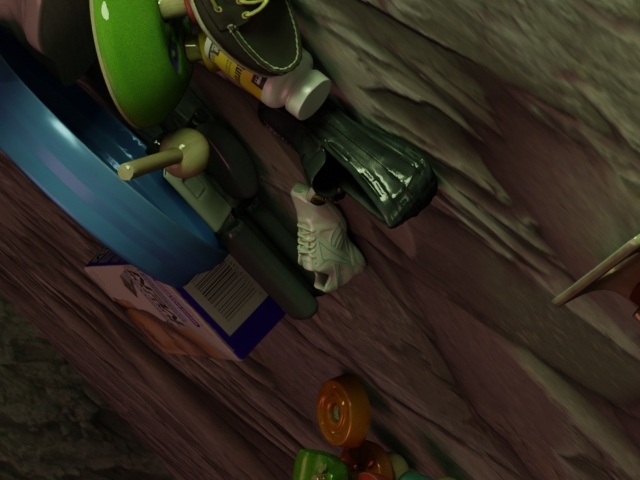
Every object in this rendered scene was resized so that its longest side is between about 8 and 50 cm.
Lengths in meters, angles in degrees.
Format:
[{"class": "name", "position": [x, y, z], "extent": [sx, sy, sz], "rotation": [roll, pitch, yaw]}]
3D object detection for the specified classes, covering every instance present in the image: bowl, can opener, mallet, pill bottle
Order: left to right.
[{"class": "bowl", "position": [-0.272, -0.094, 2.077], "extent": [0.391, 0.077, 0.391], "rotation": [44, -175, -4]}, {"class": "mallet", "position": [-0.168, -0.126, 2.081], "extent": [0.062, 0.039, 0.189], "rotation": [40, 158, 4]}, {"class": "can opener", "position": [-0.079, -0.017, 2.039], "extent": [0.093, 0.074, 0.280], "rotation": [-1, 136, 47]}, {"class": "pill bottle", "position": [-0.048, -0.166, 1.660], "extent": [0.116, 0.065, 0.065], "rotation": [38, 162, 17]}]

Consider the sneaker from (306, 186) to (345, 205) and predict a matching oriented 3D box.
[{"class": "sneaker", "position": [0.008, -0.050, 1.854], "extent": [0.035, 0.031, 0.083], "rotation": [41, 162, 8]}]

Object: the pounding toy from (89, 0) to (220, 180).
[{"class": "pounding toy", "position": [-0.139, -0.182, 1.735], "extent": [0.183, 0.110, 0.237], "rotation": [-12, -87, -76]}]

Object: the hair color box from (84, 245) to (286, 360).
[{"class": "hair color box", "position": [-0.194, 0.067, 2.458], "extent": [0.185, 0.110, 0.339], "rotation": [48, 164, -14]}]

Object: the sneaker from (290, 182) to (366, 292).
[{"class": "sneaker", "position": [0.000, 0.000, 1.943], "extent": [0.054, 0.061, 0.152], "rotation": [29, 155, 46]}]

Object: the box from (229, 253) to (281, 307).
[{"class": "box", "position": [-0.069, 0.032, 2.223], "extent": [0.137, 0.027, 0.094], "rotation": [47, 164, -8]}]

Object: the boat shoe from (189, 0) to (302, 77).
[{"class": "boat shoe", "position": [-0.078, -0.233, 1.544], "extent": [0.228, 0.081, 0.069], "rotation": [57, 163, -27]}]

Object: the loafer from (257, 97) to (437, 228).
[{"class": "loafer", "position": [0.013, -0.081, 1.694], "extent": [0.223, 0.078, 0.076], "rotation": [32, 158, 35]}]

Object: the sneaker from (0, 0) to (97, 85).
[{"class": "sneaker", "position": [-0.336, -0.286, 1.964], "extent": [0.169, 0.108, 0.292], "rotation": [39, 163, 7]}]

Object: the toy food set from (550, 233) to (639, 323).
[{"class": "toy food set", "position": [0.335, 0.120, 1.409], "extent": [0.306, 0.092, 0.220], "rotation": [44, 162, 4]}]

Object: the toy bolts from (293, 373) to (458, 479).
[{"class": "toy bolts", "position": [0.097, 0.300, 2.377], "extent": [0.228, 0.158, 0.218], "rotation": [39, 124, 50]}]
